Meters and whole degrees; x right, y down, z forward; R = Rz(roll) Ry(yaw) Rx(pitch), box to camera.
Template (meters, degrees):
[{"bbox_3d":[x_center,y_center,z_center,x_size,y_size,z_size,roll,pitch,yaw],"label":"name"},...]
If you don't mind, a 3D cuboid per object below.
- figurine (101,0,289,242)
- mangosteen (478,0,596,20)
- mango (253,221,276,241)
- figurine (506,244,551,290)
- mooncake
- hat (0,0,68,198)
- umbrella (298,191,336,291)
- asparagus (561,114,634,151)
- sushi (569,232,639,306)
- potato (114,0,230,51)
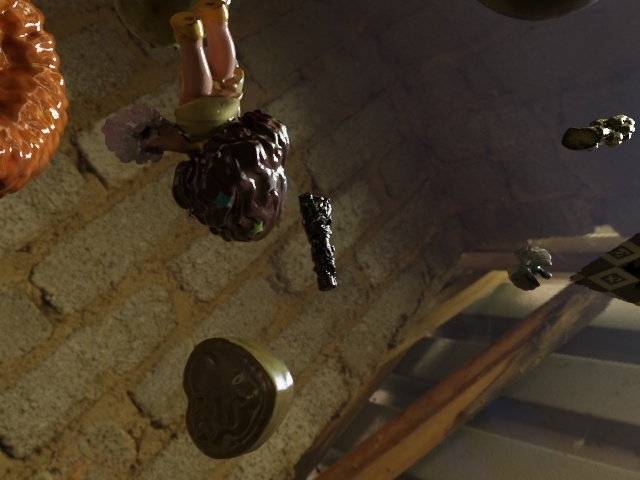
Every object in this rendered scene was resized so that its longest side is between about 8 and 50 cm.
[{"bbox_3d":[-0.100,-0.104,0.530,0.116,0.240,0.174,13,-135,31],"label":"figurine"},{"bbox_3d":[0.359,-0.495,0.809,0.347,0.306,0.307,-26,-163,-16],"label":"mangosteen"},{"bbox_3d":[-0.155,-0.124,1.145,0.130,0.261,0.167,-14,-173,-23],"label":"mango"},{"bbox_3d":[0.475,0.059,1.221,0.094,0.082,0.086,28,-122,38],"label":"figurine"},{"bbox_3d":[-0.167,0.305,1.074,0.235,0.234,0.117,-21,162,26],"label":"mooncake"},{"bbox_3d":[-0.468,-0.161,0.489,0.401,0.285,0.285,-1,-161,-4],"label":"hat"},{"bbox_3d":[-0.001,-0.001,1.159,0.071,0.080,0.224,-39,-129,49],"label":"umbrella"},{"bbox_3d":[0.661,-0.248,1.258,0.287,0.080,0.080,-20,-171,-38],"label":"asparagus"},{"bbox_3d":[0.466,0.036,0.646,0.192,0.280,0.043,115,-10,-58],"label":"sushi"},{"bbox_3d":[-0.255,-0.480,0.905,0.210,0.307,0.173,-23,-150,-30],"label":"potato"}]
